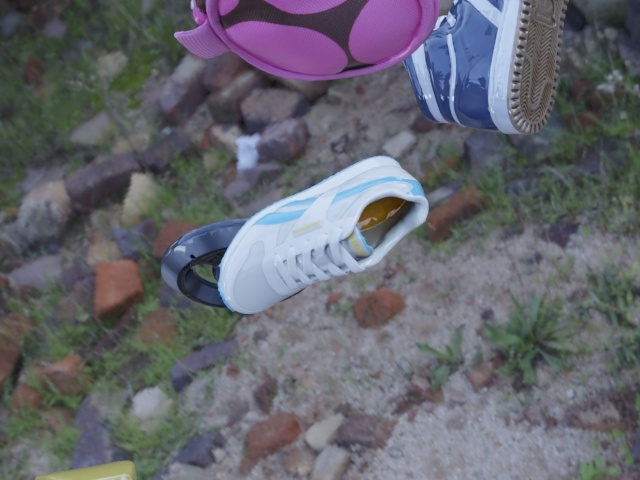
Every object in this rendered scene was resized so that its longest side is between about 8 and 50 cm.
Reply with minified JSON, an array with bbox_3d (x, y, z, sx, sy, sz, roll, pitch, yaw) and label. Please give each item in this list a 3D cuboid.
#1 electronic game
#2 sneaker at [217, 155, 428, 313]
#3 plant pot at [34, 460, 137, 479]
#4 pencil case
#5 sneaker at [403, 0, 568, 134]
[{"bbox_3d":[-0.105,0.034,1.367,0.229,0.229,0.048,-17,59,17],"label":"electronic game"},{"bbox_3d":[0.000,0.000,0.982,0.228,0.087,0.092,-34,30,-3],"label":"sneaker"},{"bbox_3d":[-0.184,0.223,0.811,0.081,0.083,0.082,-5,75,-24],"label":"plant pot"},{"bbox_3d":[-0.009,-0.170,0.399,0.098,0.095,0.209,-14,61,27],"label":"pencil case"},{"bbox_3d":[0.172,-0.247,1.005,0.153,0.099,0.282,7,83,48],"label":"sneaker"}]
